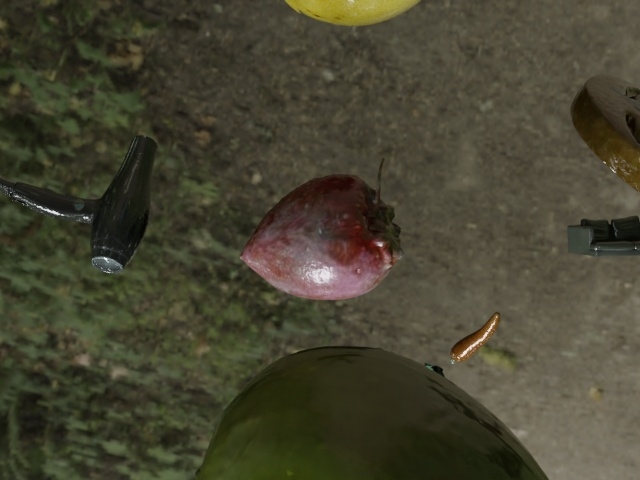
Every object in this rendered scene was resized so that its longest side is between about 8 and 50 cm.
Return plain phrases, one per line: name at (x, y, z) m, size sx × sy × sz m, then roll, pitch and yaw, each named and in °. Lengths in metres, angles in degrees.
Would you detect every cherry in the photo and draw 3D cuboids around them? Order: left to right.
cherry at (0.000, 0.000, 1.542) m, size 0.250 × 0.192 × 0.175 m, roll -14°, pitch 176°, yaw -1°

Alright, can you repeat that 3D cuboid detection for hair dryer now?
hair dryer at (-0.323, -0.069, 1.304) m, size 0.219 × 0.195 × 0.075 m, roll 15°, pitch 151°, yaw -11°

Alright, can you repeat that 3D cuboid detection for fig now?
fig at (0.053, 0.236, 0.782) m, size 0.316 × 0.316 × 0.316 m, roll 10°, pitch 157°, yaw 5°

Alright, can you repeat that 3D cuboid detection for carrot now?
carrot at (0.270, 0.171, 1.760) m, size 0.035 × 0.035 × 0.142 m, roll 24°, pitch 128°, yaw -25°

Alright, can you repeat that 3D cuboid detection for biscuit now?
biscuit at (0.451, -0.073, 1.149) m, size 0.367 × 0.314 × 0.063 m, roll 37°, pitch 120°, yaw 7°

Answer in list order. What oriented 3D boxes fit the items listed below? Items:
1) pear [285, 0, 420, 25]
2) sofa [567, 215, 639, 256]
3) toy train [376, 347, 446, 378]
pear at (0.054, -0.523, 1.686) m, size 0.349 × 0.348 × 0.348 m, roll 10°, pitch 157°, yaw 5°
sofa at (0.483, -0.008, 1.635) m, size 0.147 × 0.060 × 0.085 m, roll -2°, pitch -175°, yaw -19°
toy train at (0.137, 0.245, 1.721) m, size 0.172 × 0.099 × 0.070 m, roll 15°, pitch 174°, yaw 28°
